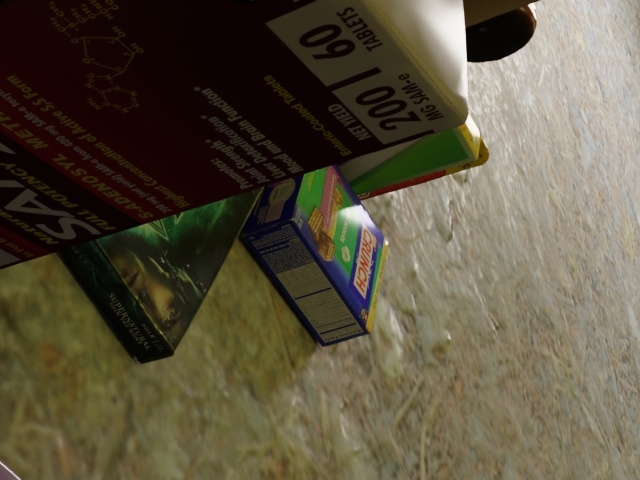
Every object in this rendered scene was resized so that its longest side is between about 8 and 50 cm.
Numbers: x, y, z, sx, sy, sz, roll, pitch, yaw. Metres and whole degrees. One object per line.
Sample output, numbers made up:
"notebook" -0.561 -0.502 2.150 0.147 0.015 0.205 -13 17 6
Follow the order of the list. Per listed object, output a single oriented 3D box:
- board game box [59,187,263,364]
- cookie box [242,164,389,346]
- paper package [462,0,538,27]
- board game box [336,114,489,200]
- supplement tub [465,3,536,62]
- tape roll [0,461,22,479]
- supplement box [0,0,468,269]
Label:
"board game box" -0.088 -0.039 0.619 0.126 0.026 0.186 59 30 -25
"cookie box" 0.000 0.000 0.748 0.107 0.040 0.092 56 31 -32
"paper package" 0.122 -0.261 0.813 0.168 0.324 0.309 66 28 -13
"board game box" 0.003 -0.119 0.729 0.259 0.124 0.039 51 36 -36
"supplement tub" 0.155 -0.285 1.132 0.106 0.106 0.198 34 46 -51
"tape roll" -0.152 0.152 0.332 0.189 0.080 0.189 37 44 -48
"supplement box" -0.082 -0.067 0.410 0.130 0.239 0.073 39 44 -48
